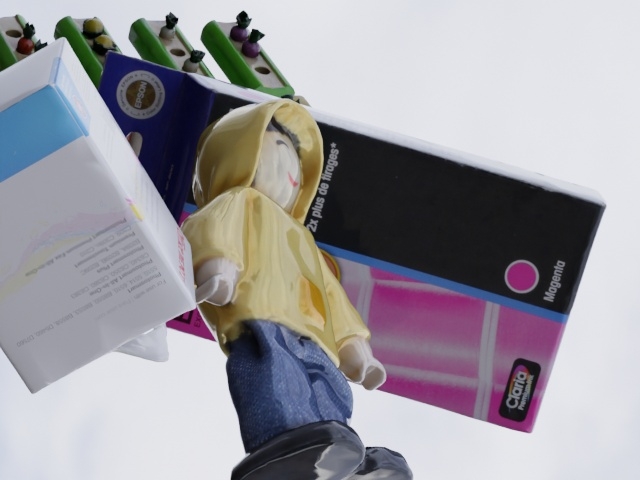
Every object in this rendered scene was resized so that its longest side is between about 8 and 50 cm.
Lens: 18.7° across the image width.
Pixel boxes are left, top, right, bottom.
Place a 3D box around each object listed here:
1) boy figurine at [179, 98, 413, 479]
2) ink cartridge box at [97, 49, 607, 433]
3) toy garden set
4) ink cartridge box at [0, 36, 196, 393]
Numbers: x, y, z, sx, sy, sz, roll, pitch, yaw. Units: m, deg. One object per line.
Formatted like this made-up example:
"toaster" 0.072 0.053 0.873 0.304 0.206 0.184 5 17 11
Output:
"boy figurine" -0.019 0.036 1.182 0.092 0.177 0.285 -31 -133 24
"ink cartridge box" 0.000 0.000 1.377 0.069 0.371 0.175 -58 165 -79
"toy garden set" -0.127 -0.132 1.557 0.204 0.244 0.049 55 -43 44
"ink cartridge box" -0.123 -0.005 0.911 0.143 0.090 0.092 60 6 -18
